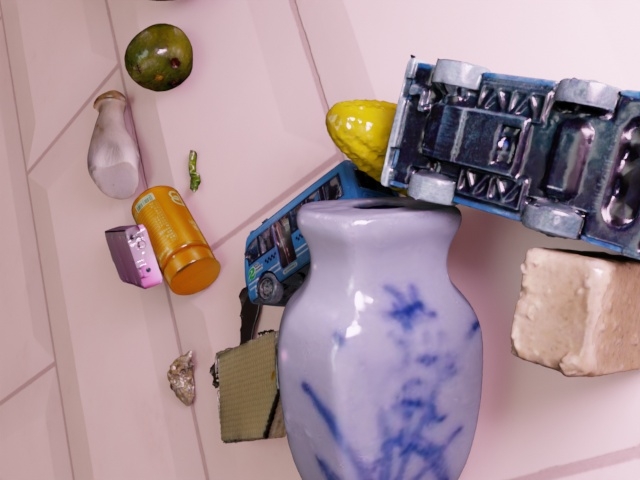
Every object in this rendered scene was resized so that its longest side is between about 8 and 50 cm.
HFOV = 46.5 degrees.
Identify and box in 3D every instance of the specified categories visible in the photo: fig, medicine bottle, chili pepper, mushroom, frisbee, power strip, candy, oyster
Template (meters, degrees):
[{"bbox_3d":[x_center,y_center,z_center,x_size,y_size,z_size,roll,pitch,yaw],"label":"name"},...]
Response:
[{"bbox_3d":[-0.294,-0.353,1.365,0.123,0.123,0.156,-38,50,38],"label":"fig"},{"bbox_3d":[-0.258,-0.003,1.318,0.096,0.096,0.192,-56,52,28],"label":"medicine bottle"},{"bbox_3d":[-0.230,-0.123,1.350,0.027,0.022,0.083,-22,69,45],"label":"chili pepper"},{"bbox_3d":[-0.417,-0.193,1.506,0.116,0.093,0.225,-30,57,25],"label":"mushroom"},{"bbox_3d":[-0.132,0.194,1.239,0.187,0.012,0.210,-31,67,42],"label":"frisbee"},{"bbox_3d":[-0.348,0.028,1.369,0.279,0.038,0.109,0,109,66],"label":"power strip"},{"bbox_3d":[0.083,-0.119,0.905,0.094,0.199,0.106,-23,63,37],"label":"candy"},{"bbox_3d":[-0.246,0.249,1.334,0.081,0.038,0.083,-45,56,32],"label":"oyster"}]

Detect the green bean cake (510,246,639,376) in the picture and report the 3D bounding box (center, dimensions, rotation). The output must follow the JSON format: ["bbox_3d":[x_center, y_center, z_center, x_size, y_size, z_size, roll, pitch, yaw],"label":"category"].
[{"bbox_3d":[0.264,0.066,0.718,0.085,0.179,0.109,13,98,45],"label":"green bean cake"}]

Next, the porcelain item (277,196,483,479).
[{"bbox_3d":[0.067,0.156,0.877,0.178,0.243,0.404,-154,62,-64],"label":"porcelain item"}]

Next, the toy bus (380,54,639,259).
[{"bbox_3d":[0.234,-0.085,0.750,0.312,0.190,0.151,22,103,44],"label":"toy bus"}]

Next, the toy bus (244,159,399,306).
[{"bbox_3d":[0.000,0.000,1.041,0.246,0.114,0.134,-35,59,37],"label":"toy bus"}]

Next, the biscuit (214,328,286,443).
[{"bbox_3d":[-0.093,0.221,1.111,0.252,0.052,0.150,-33,60,59],"label":"biscuit"}]
